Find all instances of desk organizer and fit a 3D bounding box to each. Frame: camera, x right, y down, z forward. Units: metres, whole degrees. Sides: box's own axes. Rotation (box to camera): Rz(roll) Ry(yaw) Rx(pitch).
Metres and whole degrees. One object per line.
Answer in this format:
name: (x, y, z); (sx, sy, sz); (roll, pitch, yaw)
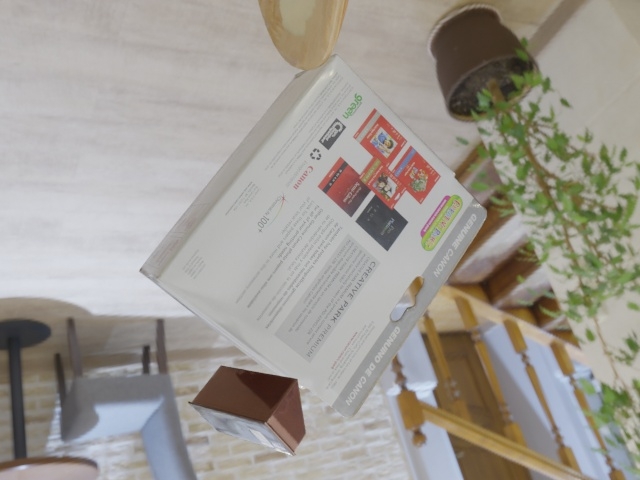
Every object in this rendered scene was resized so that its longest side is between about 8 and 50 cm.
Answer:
desk organizer: (-0.063, 0.155, 0.656); (0.130, 0.050, 0.047); (-3, 131, 50)

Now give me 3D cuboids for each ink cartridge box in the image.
ink cartridge box: (0.000, 0.000, 0.813); (0.272, 0.309, 0.130); (42, 166, -18)

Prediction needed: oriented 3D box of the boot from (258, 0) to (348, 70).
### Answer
boot: (0.038, -0.320, 0.639); (0.211, 0.104, 0.295); (-33, 132, -46)
